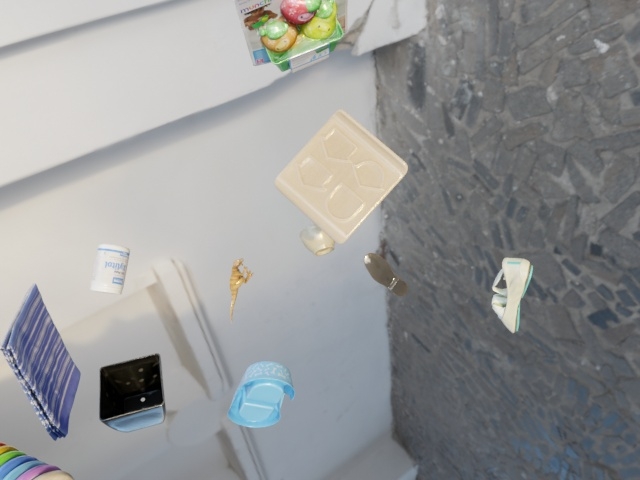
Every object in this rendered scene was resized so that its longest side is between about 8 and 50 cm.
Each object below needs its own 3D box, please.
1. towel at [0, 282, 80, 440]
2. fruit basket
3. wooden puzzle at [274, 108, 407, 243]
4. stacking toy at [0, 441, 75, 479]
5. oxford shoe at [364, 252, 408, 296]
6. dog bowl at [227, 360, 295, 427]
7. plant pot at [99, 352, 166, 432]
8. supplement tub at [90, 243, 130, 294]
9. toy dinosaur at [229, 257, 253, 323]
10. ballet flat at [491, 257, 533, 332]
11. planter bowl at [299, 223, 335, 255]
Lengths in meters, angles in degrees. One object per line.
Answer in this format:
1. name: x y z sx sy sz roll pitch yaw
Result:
1. towel: -0.695 0.311 1.289 0.243 0.040 0.336 -110 12 -57
2. fruit basket: -0.062 -0.629 1.444 0.353 0.326 0.166 111 136 -85
3. wooden puzzle: 0.068 -0.213 1.712 0.322 0.348 0.080 42 -177 9
4. stacking toy: -0.688 0.510 1.110 0.330 0.141 0.141 15 133 31
5. oxford shoe: 0.218 0.118 1.791 0.212 0.076 0.076 46 176 -23
6. dog bowl: -0.183 0.475 1.560 0.074 0.165 0.297 -92 22 -47
7. plant pot: -0.581 0.500 1.601 0.167 0.187 0.188 92 161 -44
8. supplement tub: -0.476 0.065 1.147 0.071 0.070 0.107 160 117 -67
9. toy dinosaur: -0.270 0.140 1.605 0.064 0.112 0.212 16 116 20
10. ballet flat: 0.474 0.138 1.277 0.086 0.086 0.249 39 148 41
11. planter bowl: 0.000 0.000 2.180 0.162 0.161 0.109 119 136 -63
